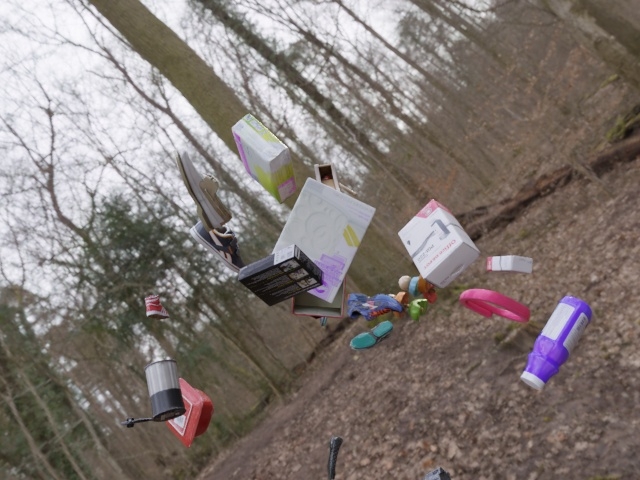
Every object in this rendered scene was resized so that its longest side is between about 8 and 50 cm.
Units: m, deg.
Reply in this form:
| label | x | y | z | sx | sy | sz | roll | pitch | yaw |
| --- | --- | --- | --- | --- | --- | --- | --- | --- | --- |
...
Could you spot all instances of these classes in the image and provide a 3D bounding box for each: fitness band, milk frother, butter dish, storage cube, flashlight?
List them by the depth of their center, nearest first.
| label | x | y | z | sx | sy | sz | roll | pitch | yaw |
| --- | --- | --- | --- | --- | --- | --- | --- | --- | --- |
| milk frother | -0.430 | 0.391 | 1.356 | 0.143 | 0.134 | 0.129 | 4 | -38 | -38 |
| butter dish | -0.379 | 0.521 | 1.635 | 0.118 | 0.160 | 0.159 | 15 | -86 | -45 |
| storage cube | -0.005 | 0.171 | 1.974 | 0.193 | 0.184 | 0.214 | -87 | 1 | -86 |
| flashlight | 0.377 | 0.971 | 2.017 | 0.304 | 0.103 | 0.103 | -46 | 17 | 32 |
| fitness band | 0.672 | 0.255 | 2.072 | 0.209 | 0.291 | 0.054 | -9 | 59 | 62 |

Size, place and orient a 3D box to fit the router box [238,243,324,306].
| label | x | y | z | sx | sy | sz | roll | pitch | yaw |
| --- | --- | --- | --- | --- | --- | --- | --- | --- | --- |
| router box | -0.100 | 0.093 | 1.376 | 0.179 | 0.133 | 0.046 | -23 | 41 | 25 |

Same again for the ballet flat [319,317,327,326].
| label | x | y | z | sx | sy | sz | roll | pitch | yaw |
| --- | --- | --- | --- | --- | --- | --- | --- | --- | --- |
| ballet flat | 0.025 | 0.314 | 2.597 | 0.074 | 0.074 | 0.203 | 80 | -148 | -75 |

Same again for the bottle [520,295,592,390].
| label | x | y | z | sx | sy | sz | roll | pitch | yaw |
| --- | --- | --- | --- | --- | --- | --- | --- | --- | --- |
| bottle | 0.685 | 0.302 | 1.565 | 0.283 | 0.092 | 0.118 | -53 | -43 | -11 |

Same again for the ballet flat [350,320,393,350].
| label | x | y | z | sx | sy | sz | roll | pitch | yaw |
| --- | --- | --- | --- | --- | --- | --- | --- | --- | --- |
| ballet flat | 0.181 | 0.351 | 1.895 | 0.188 | 0.070 | 0.070 | -21 | -24 | -27 |

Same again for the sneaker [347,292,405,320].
| label | x | y | z | sx | sy | sz | roll | pitch | yaw |
| --- | --- | --- | --- | --- | --- | --- | --- | --- | --- |
| sneaker | 0.184 | 0.231 | 1.801 | 0.083 | 0.221 | 0.087 | 36 | -119 | -43 |

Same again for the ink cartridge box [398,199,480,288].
| label | x | y | z | sx | sy | sz | roll | pitch | yaw |
| --- | --- | --- | --- | --- | --- | --- | --- | --- | --- |
| ink cartridge box | 0.341 | 0.009 | 1.565 | 0.092 | 0.218 | 0.158 | 28 | -65 | -35 |

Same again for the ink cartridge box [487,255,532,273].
| label | x | y | z | sx | sy | sz | roll | pitch | yaw |
| --- | --- | --- | --- | --- | --- | --- | --- | --- | --- |
| ink cartridge box | 0.701 | 0.091 | 1.990 | 0.135 | 0.099 | 0.056 | 169 | 109 | -68 |

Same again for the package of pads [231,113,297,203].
| label | x | y | z | sx | sy | sz | roll | pitch | yaw |
| --- | --- | --- | --- | --- | --- | --- | --- | --- | --- |
| package of pads | -0.198 | -0.287 | 1.962 | 0.101 | 0.229 | 0.296 | -40 | -23 | -14 |

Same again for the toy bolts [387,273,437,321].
| label | x | y | z | sx | sy | sz | roll | pitch | yaw |
| --- | --- | --- | --- | --- | --- | --- | --- | --- | --- |
| toy bolts | 0.355 | 0.179 | 2.090 | 0.228 | 0.159 | 0.218 | -24 | -56 | -57 |

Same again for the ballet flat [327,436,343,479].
| label | x | y | z | sx | sy | sz | roll | pitch | yaw |
| --- | --- | --- | --- | --- | --- | --- | --- | --- | --- |
| ballet flat | 0.055 | 0.835 | 2.033 | 0.057 | 0.049 | 0.173 | 155 | 123 | -73 |

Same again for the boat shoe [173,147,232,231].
| label | x | y | z | sx | sy | sz | roll | pitch | yaw |
| --- | --- | --- | --- | --- | --- | --- | --- | --- | --- |
| boat shoe | -0.386 | -0.177 | 1.768 | 0.103 | 0.113 | 0.302 | -23 | -58 | -6 |

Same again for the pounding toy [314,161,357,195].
| label | x | y | z | sx | sy | sz | roll | pitch | yaw |
| --- | --- | --- | --- | --- | --- | --- | --- | --- | --- |
| pounding toy | 0.062 | -0.221 | 2.084 | 0.269 | 0.155 | 0.154 | -101 | 2 | -57 |

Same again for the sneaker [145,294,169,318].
| label | x | y | z | sx | sy | sz | roll | pitch | yaw |
| --- | --- | --- | --- | --- | --- | --- | --- | --- | --- |
| sneaker | -0.487 | 0.200 | 1.600 | 0.042 | 0.067 | 0.118 | -15 | -16 | 2 |

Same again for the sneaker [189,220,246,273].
| label | x | y | z | sx | sy | sz | roll | pitch | yaw |
| --- | --- | --- | --- | --- | --- | --- | --- | --- | --- |
| sneaker | -0.406 | 0.020 | 2.311 | 0.127 | 0.126 | 0.321 | -42 | -52 | 3 |

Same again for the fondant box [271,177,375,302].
| label | x | y | z | sx | sy | sz | roll | pitch | yaw |
| --- | --- | --- | --- | --- | --- | --- | --- | --- | --- |
| fondant box | 0.000 | 0.000 | 1.709 | 0.096 | 0.238 | 0.330 | -15 | -50 | -89 |
